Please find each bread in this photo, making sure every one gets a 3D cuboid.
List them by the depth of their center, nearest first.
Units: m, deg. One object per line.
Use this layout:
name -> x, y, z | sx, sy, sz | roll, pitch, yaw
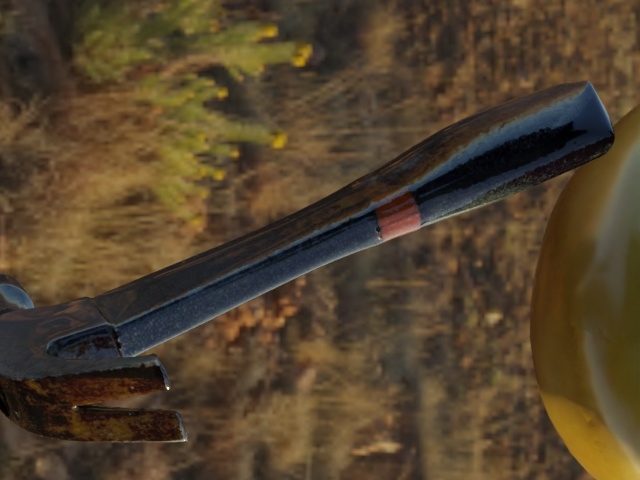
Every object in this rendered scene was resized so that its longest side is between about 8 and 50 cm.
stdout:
bread -> 0.264, 0.017, 0.660 | 0.315, 0.270, 0.211 | -33, 146, -35

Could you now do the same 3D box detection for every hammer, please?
hammer -> 0.000, 0.000, 0.546 | 0.137, 0.289, 0.037 | 40, -31, 59
